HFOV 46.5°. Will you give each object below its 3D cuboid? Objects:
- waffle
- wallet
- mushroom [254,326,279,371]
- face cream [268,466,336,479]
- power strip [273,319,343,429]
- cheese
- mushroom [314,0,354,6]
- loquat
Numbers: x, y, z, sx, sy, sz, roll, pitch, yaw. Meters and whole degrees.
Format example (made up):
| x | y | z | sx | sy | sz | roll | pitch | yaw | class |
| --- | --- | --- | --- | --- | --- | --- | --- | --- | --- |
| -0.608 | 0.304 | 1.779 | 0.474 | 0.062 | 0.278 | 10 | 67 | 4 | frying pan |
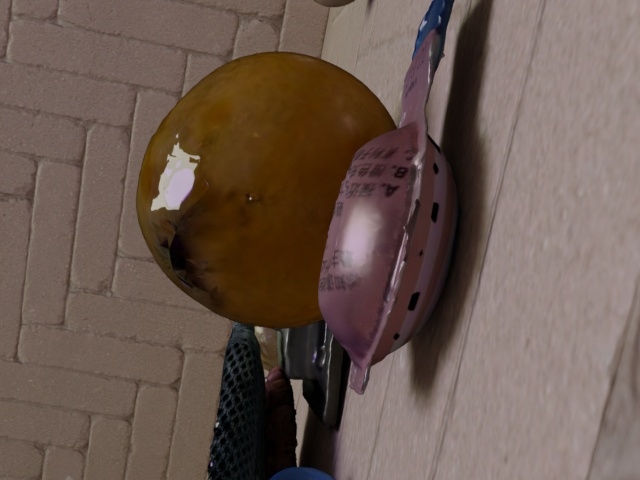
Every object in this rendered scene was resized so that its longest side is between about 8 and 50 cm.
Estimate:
| x | y | z | sx | sy | sz | roll | pitch | yaw | class |
| --- | --- | --- | --- | --- | --- | --- | --- | --- | --- |
| -0.058 | 0.293 | 1.038 | 0.221 | 0.055 | 0.235 | 106 | 164 | -76 | waffle |
| -0.098 | 0.278 | 0.846 | 0.342 | 0.075 | 0.237 | -88 | 4 | -54 | wallet |
| -0.056 | 0.138 | 1.158 | 0.148 | 0.112 | 0.148 | -173 | 90 | -85 | mushroom |
| -0.037 | 0.345 | 0.674 | 0.149 | 0.083 | 0.264 | -69 | -9 | -72 | face cream |
| -0.016 | 0.085 | 0.926 | 0.257 | 0.092 | 0.251 | 149 | 132 | -82 | power strip |
| 0.053 | -0.038 | 0.510 | 0.189 | 0.074 | 0.286 | 131 | 152 | -79 | cheese |
| 0.006 | -0.506 | 1.263 | 0.204 | 0.204 | 0.204 | -170 | 90 | -85 | mushroom |
| -0.040 | -0.045 | 0.705 | 0.263 | 0.262 | 0.263 | -170 | 90 | -85 | loquat |
